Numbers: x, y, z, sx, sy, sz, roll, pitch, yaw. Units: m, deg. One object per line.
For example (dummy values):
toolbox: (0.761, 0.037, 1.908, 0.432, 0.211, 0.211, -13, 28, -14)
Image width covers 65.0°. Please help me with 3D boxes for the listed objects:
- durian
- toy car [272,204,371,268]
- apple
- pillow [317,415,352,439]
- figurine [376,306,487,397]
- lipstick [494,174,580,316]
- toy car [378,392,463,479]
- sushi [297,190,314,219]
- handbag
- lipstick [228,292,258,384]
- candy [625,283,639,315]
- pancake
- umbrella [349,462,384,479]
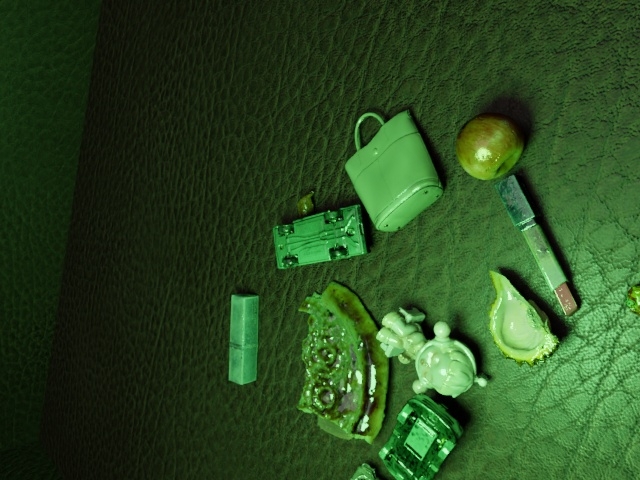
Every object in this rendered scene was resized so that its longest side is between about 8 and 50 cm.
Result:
durian: (0.426, 0.161, 1.075, 0.140, 0.078, 0.224, -46, 52, 45)
toy car: (0.000, 0.000, 1.412, 0.320, 0.097, 0.142, -13, 84, 39)
apple: (0.358, -0.206, 1.075, 0.146, 0.146, 0.147, 2, 93, 40)
pillow: (0.047, 0.458, 1.432, 0.135, 0.034, 0.211, 8, 98, 35)
figurine: (0.262, 0.277, 1.185, 0.256, 0.144, 0.182, 39, 95, 35)
lipstick: (0.461, 0.010, 1.051, 0.051, 0.051, 0.312, -31, 72, 35)
toy car: (0.247, 0.480, 1.203, 0.136, 0.125, 0.306, 37, 136, 28)
sushi: (-0.039, -0.098, 1.479, 0.050, 0.047, 0.099, 42, 135, 44)
handbag: (0.174, -0.196, 1.288, 0.241, 0.109, 0.316, -41, 53, 33)
lipstick: (-0.251, 0.317, 1.651, 0.076, 0.077, 0.290, 6, 94, 41)
candy: (0.658, 0.098, 0.894, 0.200, 0.060, 0.061, -10, 85, 33)
pancake: (0.049, 0.322, 1.376, 0.304, 0.066, 0.427, -5, 80, 35)
umbrella: (0.221, 0.684, 1.241, 0.357, 0.106, 0.113, 14, 120, 36)
